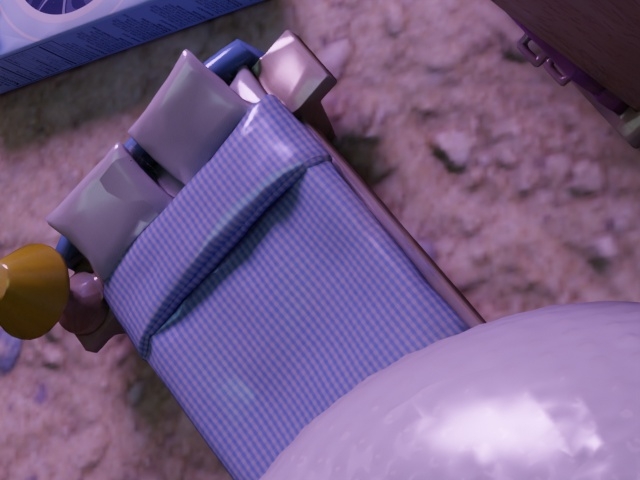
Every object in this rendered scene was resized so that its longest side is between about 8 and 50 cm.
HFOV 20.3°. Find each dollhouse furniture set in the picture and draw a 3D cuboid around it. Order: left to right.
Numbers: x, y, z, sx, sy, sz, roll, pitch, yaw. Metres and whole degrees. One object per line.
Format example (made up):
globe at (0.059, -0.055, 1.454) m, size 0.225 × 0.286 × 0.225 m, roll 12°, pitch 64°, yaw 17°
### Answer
dollhouse furniture set at (0.000, 0.000, 0.691) m, size 0.303 × 0.198 × 0.286 m, roll -47°, pitch 57°, yaw 14°

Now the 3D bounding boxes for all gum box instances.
gum box at (-0.116, -0.172, 0.909) m, size 0.184 × 0.041 × 0.157 m, roll -16°, pitch 69°, yaw 28°

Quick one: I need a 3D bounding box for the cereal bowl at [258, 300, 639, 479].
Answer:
cereal bowl at (0.075, 0.194, 0.563) m, size 0.339 × 0.141 × 0.339 m, roll 6°, pitch 99°, yaw 39°
